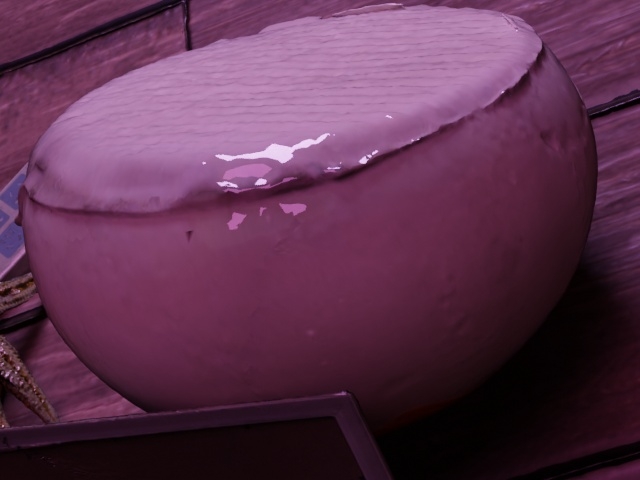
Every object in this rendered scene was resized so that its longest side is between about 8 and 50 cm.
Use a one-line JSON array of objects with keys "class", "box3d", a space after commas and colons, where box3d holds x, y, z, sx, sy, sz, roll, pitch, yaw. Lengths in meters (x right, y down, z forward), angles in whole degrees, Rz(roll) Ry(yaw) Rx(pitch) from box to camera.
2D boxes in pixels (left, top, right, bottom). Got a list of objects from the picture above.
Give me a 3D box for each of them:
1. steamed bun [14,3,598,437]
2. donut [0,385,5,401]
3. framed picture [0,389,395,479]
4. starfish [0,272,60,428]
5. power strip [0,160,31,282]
[{"class": "steamed bun", "box3d": [0.000, 0.000, 1.189, 0.374, 0.241, 0.374, -14, 17, 5]}, {"class": "donut", "box3d": [-0.317, 0.123, 1.421, 0.152, 0.058, 0.152, -14, 53, 20]}, {"class": "framed picture", "box3d": [-0.074, 0.184, 1.130, 0.296, 0.232, 0.019, -8, 37, 23]}, {"class": "starfish", "box3d": [-0.272, 0.063, 1.376, 0.050, 0.217, 0.223, -43, 76, 42]}, {"class": "power strip", "box3d": [-0.233, -0.023, 1.499, 0.080, 0.029, 0.227, 31, 75, 41]}]
